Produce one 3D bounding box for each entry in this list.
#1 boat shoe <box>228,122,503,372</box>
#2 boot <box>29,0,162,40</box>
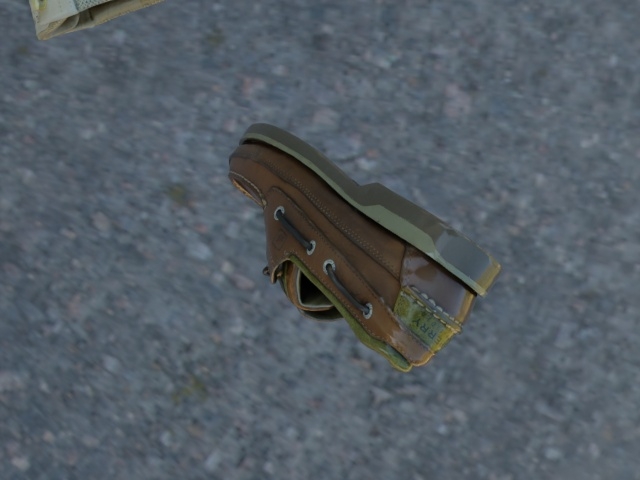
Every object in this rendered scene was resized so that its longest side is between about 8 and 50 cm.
[{"bbox_3d":[0.000,0.000,1.179,0.111,0.307,0.104,36,87,-32],"label":"boat shoe"},{"bbox_3d":[-0.230,-0.241,1.154,0.262,0.095,0.203,-11,94,0],"label":"boot"}]
